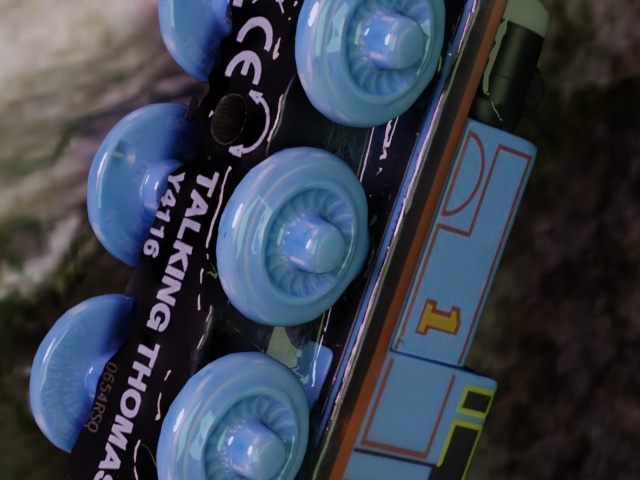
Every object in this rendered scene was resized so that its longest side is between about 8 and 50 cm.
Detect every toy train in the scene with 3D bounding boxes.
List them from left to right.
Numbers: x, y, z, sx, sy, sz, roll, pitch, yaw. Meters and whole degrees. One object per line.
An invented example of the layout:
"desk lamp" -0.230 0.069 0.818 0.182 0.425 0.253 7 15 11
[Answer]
"toy train" 0.000 0.000 0.456 0.105 0.080 0.184 17 93 -44
